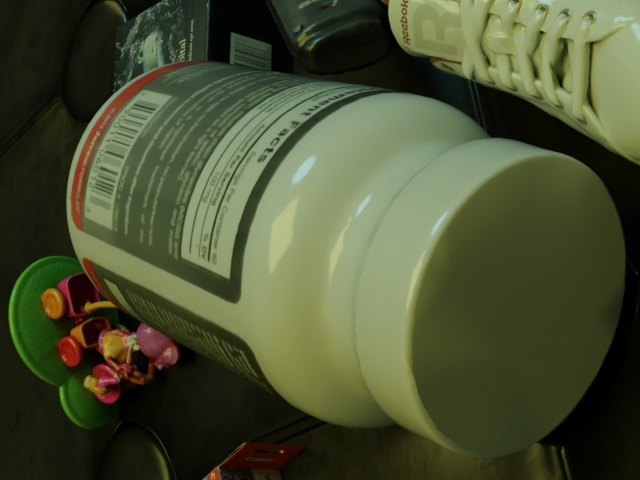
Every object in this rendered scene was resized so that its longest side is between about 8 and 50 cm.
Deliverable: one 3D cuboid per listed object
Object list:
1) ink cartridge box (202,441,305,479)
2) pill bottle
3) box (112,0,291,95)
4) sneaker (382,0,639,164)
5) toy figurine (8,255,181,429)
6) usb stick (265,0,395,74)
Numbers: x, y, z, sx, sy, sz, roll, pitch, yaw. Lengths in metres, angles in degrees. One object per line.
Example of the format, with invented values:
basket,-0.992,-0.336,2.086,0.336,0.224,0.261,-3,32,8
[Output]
ink cartridge box,-0.063,0.200,0.859,0.115,0.063,0.029,-46,48,33
pill bottle,0.000,0.000,0.719,0.363,0.210,0.210,20,97,50
box,-0.109,-0.130,0.970,0.158,0.093,0.156,-14,71,49
sneaker,0.114,-0.114,0.639,0.290,0.123,0.106,-124,25,-56
toy figurine,-0.180,0.081,1.006,0.159,0.130,0.173,-17,91,37
usb stick,-0.010,-0.202,0.838,0.278,0.077,0.045,-111,9,-54
